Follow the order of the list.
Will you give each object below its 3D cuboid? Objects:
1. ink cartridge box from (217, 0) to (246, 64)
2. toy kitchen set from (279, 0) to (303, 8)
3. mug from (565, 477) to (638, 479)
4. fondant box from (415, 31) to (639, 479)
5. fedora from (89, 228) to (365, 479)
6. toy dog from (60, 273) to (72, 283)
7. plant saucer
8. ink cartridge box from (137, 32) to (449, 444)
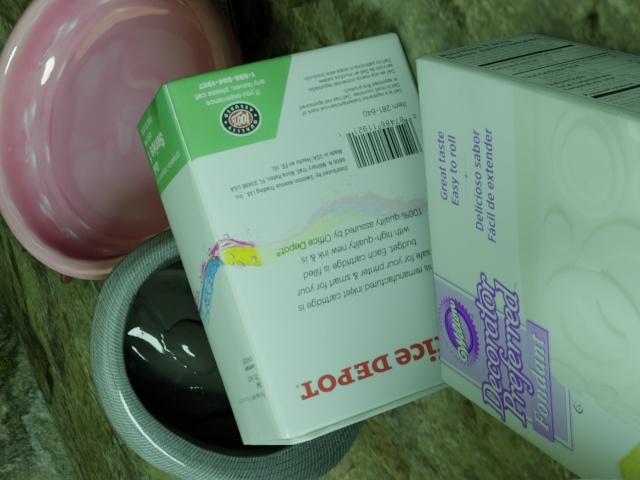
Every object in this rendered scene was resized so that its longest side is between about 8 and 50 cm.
[{"bbox_3d":[-0.153,-0.294,1.219,0.224,0.045,0.223,9,114,49],"label":"ink cartridge box"},{"bbox_3d":[-0.059,-0.256,1.017,0.068,0.075,0.083,47,141,47],"label":"toy kitchen set"},{"bbox_3d":[0.160,0.270,0.487,0.328,0.276,0.374,2,114,41],"label":"mug"},{"bbox_3d":[0.186,0.028,0.640,0.330,0.096,0.238,33,135,58],"label":"fondant box"},{"bbox_3d":[-0.094,0.109,1.087,0.124,0.276,0.243,-10,61,66],"label":"fedora"},{"bbox_3d":[-0.311,0.000,1.620,0.334,0.220,0.160,-162,80,-73],"label":"toy dog"},{"bbox_3d":[-0.202,-0.123,1.171,0.332,0.084,0.332,-3,84,32],"label":"plant saucer"},{"bbox_3d":[0.000,0.000,0.896,0.117,0.201,0.278,-31,76,66],"label":"ink cartridge box"}]
